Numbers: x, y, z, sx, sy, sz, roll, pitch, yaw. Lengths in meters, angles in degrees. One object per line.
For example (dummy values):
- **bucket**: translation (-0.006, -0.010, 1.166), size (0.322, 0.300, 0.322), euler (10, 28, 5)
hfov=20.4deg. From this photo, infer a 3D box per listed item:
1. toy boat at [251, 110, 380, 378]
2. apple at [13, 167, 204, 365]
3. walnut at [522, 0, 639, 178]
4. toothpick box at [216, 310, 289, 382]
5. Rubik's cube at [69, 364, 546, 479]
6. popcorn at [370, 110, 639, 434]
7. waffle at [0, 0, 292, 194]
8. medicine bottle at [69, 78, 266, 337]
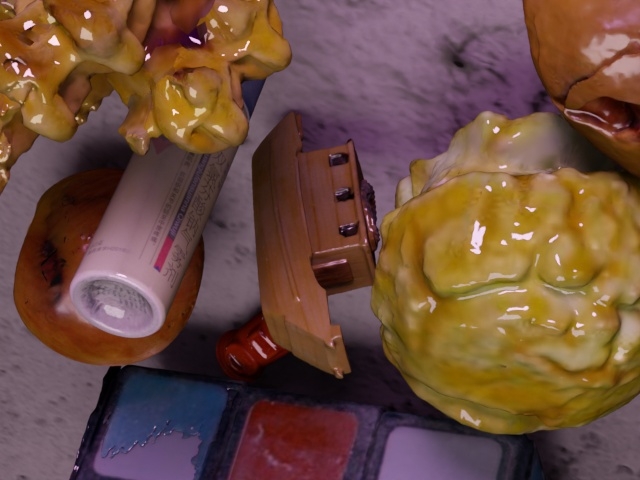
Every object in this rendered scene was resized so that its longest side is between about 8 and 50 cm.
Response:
- **toy boat**: translation (0.000, 0.000, 1.130), size (0.077, 0.200, 0.057), euler (-11, 137, 6)
- **apple**: translation (-0.154, 0.017, 1.247), size (0.146, 0.146, 0.146), euler (12, 140, 10)
- **walnut**: translation (0.203, -0.095, 0.985), size (0.245, 0.137, 0.137), euler (33, 141, -32)
- **toothpick box**: translation (-0.042, 0.075, 1.344), size (0.047, 0.047, 0.083), euler (34, 139, -17)
- **Rubik's cube**: translation (-0.010, 0.337, 1.361), size (0.359, 0.363, 0.362), euler (6, 148, 16)
- **popcorn**: translation (0.130, 0.025, 1.097), size (0.204, 0.183, 0.221), euler (11, 157, -3)
- **waffle**: translation (-0.161, -0.126, 0.994), size (0.324, 0.261, 0.151), euler (-14, 138, 38)
- **medicine bottle**: translation (-0.085, -0.046, 1.076), size (0.059, 0.231, 0.059), euler (11, 140, 10)
